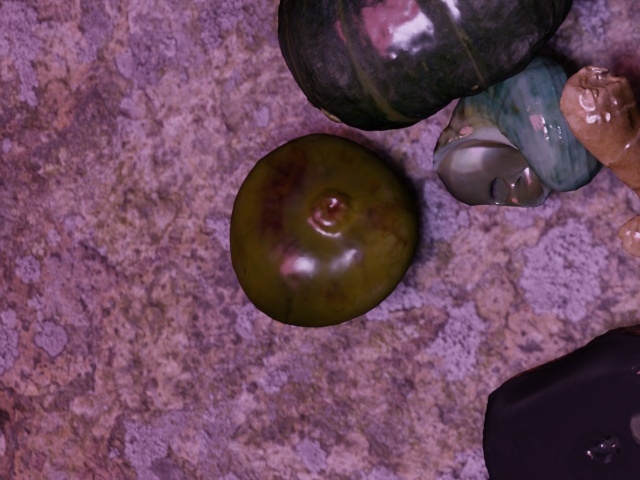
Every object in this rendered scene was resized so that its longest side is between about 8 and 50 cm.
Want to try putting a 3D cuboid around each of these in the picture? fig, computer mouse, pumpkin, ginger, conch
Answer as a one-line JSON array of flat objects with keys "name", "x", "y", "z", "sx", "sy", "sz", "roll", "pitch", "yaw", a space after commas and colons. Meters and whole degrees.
[{"name": "fig", "x": 0.000, "y": 0.000, "z": 2.055, "sx": 0.203, "sy": 0.203, "sz": 0.225, "roll": 52, "pitch": 162, "yaw": 15}, {"name": "computer mouse", "x": 0.293, "y": 0.186, "z": 1.905, "sx": 0.323, "sy": 0.116, "sz": 0.183, "roll": -30, "pitch": 90, "yaw": 47}, {"name": "pumpkin", "x": 0.095, "y": -0.240, "z": 1.834, "sx": 0.300, "sy": 0.300, "sz": 0.207, "roll": -11, "pitch": 127, "yaw": 38}, {"name": "ginger", "x": 0.346, "y": -0.030, "z": 1.818, "sx": 0.334, "sy": 0.148, "sz": 0.081, "roll": 65, "pitch": 165, "yaw": -12}, {"name": "conch", "x": 0.208, "y": -0.105, "z": 1.898, "sx": 0.188, "sy": 0.122, "sz": 0.176, "roll": 13, "pitch": 126, "yaw": 36}]
